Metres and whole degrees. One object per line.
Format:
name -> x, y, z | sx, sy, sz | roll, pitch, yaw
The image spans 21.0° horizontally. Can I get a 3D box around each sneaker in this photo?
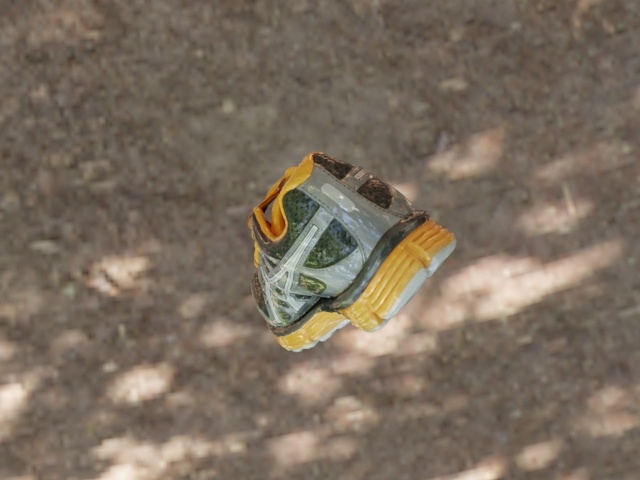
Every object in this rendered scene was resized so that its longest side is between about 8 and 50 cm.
sneaker -> 0.000, 0.000, 0.897 | 0.083, 0.084, 0.215 | 42, 162, -7
